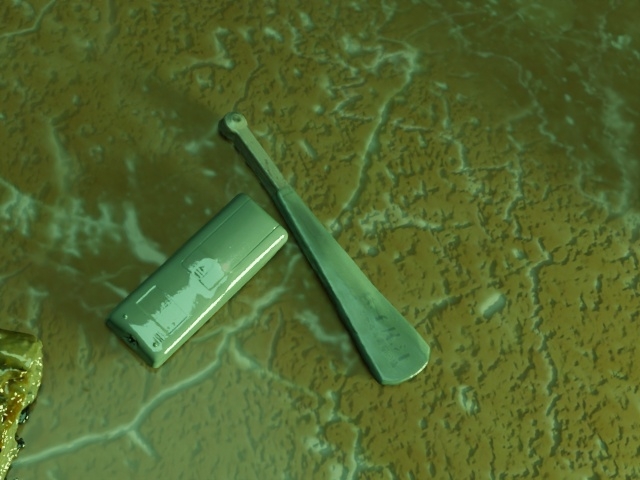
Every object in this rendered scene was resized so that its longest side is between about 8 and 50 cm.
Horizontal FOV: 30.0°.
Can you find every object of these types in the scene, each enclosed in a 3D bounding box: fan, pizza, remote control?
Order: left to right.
[{"bbox_3d":[-0.277,0.153,0.863,0.154,0.069,0.194,-1,65,-14],"label":"pizza"},{"bbox_3d":[-0.100,0.029,0.981,0.061,0.029,0.162,41,65,8],"label":"remote control"},{"bbox_3d":[0.000,0.000,1.023,0.057,0.023,0.282,-29,77,-21],"label":"fan"}]
